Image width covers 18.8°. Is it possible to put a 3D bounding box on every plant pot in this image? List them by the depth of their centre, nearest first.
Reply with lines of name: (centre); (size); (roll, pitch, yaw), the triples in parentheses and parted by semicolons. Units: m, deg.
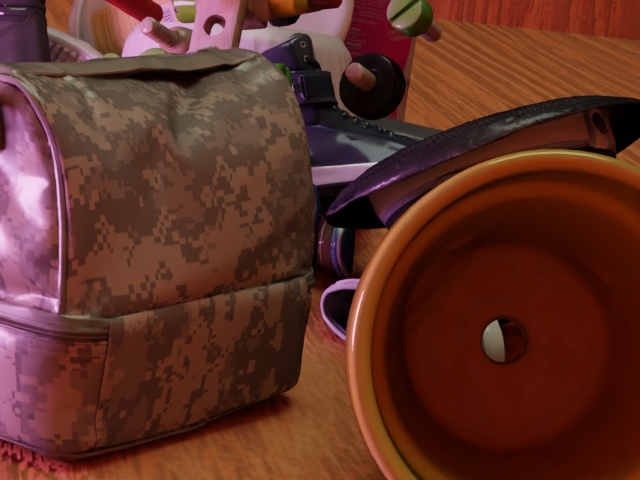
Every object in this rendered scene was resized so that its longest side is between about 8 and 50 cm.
plant pot: (0.137, 0.073, 1.285); (0.254, 0.254, 0.239); (7, -2, -3)

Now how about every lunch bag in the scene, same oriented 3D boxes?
lunch bag: (-0.146, -0.009, 1.387); (0.212, 0.256, 0.305); (18, 17, 35)

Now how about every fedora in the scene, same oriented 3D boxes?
fedora: (0.168, -0.010, 1.701); (0.334, 0.152, 0.334); (-17, -10, -3)

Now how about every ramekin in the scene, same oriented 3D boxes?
ramekin: (-0.087, -0.152, 1.985); (0.273, 0.127, 0.273); (4, 2, 0)

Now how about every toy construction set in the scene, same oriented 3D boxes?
toy construction set: (-0.112, -0.167, 1.656); (0.309, 0.257, 0.237); (28, 0, 32)

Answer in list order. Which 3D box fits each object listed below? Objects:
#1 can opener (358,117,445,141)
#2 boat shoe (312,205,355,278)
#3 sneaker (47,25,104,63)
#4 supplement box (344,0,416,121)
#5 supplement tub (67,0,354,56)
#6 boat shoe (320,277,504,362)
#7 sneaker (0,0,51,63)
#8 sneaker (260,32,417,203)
can opener: (0.056, -0.100, 2.311); (0.283, 0.076, 0.095); (14, 47, 24)
boat shoe: (0.000, 0.000, 1.857); (0.066, 0.066, 0.183); (3, 4, 2)
sneaker: (-0.352, -0.211, 2.358); (0.366, 0.135, 0.150); (17, 19, 31)
supplement box: (0.046, -0.218, 2.425); (0.114, 0.220, 0.111); (14, 16, 21)
supplement tub: (-0.142, -0.276, 2.352); (0.241, 0.241, 0.331); (-2, -6, -35)
boat shoe: (0.068, 0.076, 1.563); (0.081, 0.079, 0.227); (-6, 12, -24)
sneaker: (-0.431, -0.231, 2.252); (0.296, 0.147, 0.104); (-3, -15, 27)
sneaker: (0.027, -0.119, 1.829); (0.226, 0.163, 0.086); (-4, -17, -20)
